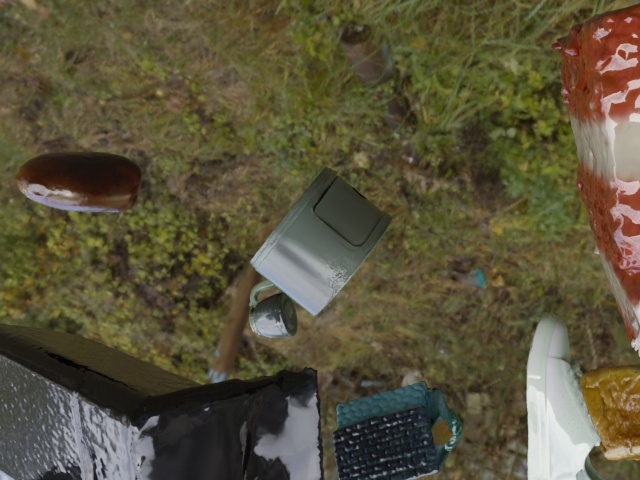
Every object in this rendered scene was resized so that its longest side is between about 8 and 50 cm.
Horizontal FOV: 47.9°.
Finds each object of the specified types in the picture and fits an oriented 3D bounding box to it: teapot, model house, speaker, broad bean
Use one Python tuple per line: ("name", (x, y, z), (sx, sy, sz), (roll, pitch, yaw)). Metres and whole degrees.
("teapot", (-0.101, 0.148, 1.491), (0.091, 0.124, 0.092), (-13, 129, 15))
("model house", (0.186, 0.490, 1.634), (0.261, 0.241, 0.226), (-20, 116, 17))
("speaker", (-0.203, 0.193, 0.785), (0.388, 0.180, 0.184), (10, -162, 39))
("broad bean", (-0.339, -0.081, 1.013), (0.165, 0.084, 0.114), (-4, -162, -41))

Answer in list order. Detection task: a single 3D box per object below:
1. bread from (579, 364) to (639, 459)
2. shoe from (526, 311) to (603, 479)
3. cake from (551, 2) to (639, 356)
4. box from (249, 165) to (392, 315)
("bread", (0.544, 0.295, 1.239), (0.149, 0.158, 0.143), (19, 145, -37))
("shoe", (0.495, 0.327, 1.418), (0.160, 0.363, 0.132), (2, -177, 24))
("cake", (0.372, -0.060, 0.632), (0.270, 0.319, 0.269), (-10, -172, 15))
("box", (0.000, 0.000, 1.273), (0.149, 0.226, 0.226), (39, 161, -3))
